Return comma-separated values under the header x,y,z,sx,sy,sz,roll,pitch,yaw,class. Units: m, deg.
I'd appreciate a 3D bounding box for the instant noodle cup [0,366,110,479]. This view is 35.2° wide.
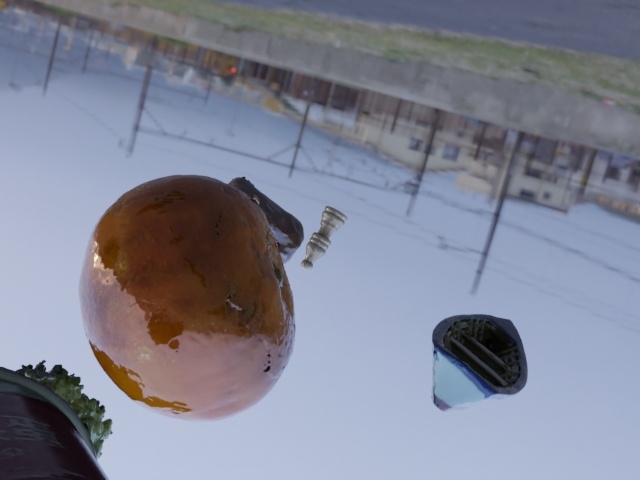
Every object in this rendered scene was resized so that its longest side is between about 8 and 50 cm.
x,y,z,sx,sy,sz,roll,pitch,yaw,class
-0.226,0.214,0.674,0.234,0.235,0.178,9,-178,-35,instant noodle cup

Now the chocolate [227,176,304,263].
x,y,z,sx,sy,sz,roll,pitch,yaw,class
-0.140,0.020,1.530,0.148,0.214,0.093,38,-160,-16,chocolate

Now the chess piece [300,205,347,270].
x,y,z,sx,sy,sz,roll,pitch,yaw,class
0.000,0.000,1.390,0.035,0.092,0.035,29,172,4,chess piece

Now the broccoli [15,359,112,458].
x,y,z,sx,sy,sz,roll,pitch,yaw,class
-0.329,0.323,1.268,0.397,0.353,0.275,-19,164,23,broccoli

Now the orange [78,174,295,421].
x,y,z,sx,sy,sz,roll,pitch,yaw,class
-0.147,0.067,1.145,0.226,0.284,0.284,-15,-176,10,orange

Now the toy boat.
x,y,z,sx,sy,sz,roll,pitch,yaw,class
0.124,0.093,0.792,0.080,0.046,0.229,38,-168,11,toy boat
